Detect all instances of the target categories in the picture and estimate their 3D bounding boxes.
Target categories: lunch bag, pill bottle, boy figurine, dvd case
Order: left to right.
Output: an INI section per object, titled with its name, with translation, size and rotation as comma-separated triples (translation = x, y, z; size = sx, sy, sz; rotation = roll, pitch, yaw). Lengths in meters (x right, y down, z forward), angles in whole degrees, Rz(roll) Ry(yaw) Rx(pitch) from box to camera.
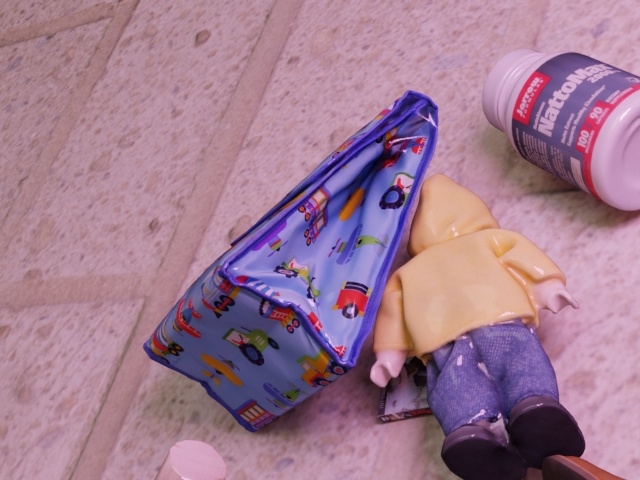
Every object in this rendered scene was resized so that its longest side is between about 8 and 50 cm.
[lunch bag]
translation = 0.000, 0.000, 1.052
size = 0.293, 0.138, 0.221
rotation = -56, 8, -33
[dvd case]
translation = 0.107, 0.107, 0.994
size = 0.120, 0.013, 0.087
rotation = -15, 46, 30
[boy figurine]
translation = 0.116, 0.061, 0.947
size = 0.177, 0.092, 0.285
rotation = -29, 40, 15
[pill bottle]
translation = 0.226, -0.106, 1.018
size = 0.108, 0.108, 0.180
rotation = -46, 39, -5

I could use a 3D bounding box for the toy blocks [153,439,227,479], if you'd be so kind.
[toy blocks]
translation = -0.019, 0.345, 0.759
size = 0.288, 0.309, 0.260
rotation = -94, 28, -57

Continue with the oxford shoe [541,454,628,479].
[oxford shoe]
translation = 0.233, 0.199, 0.777
size = 0.076, 0.076, 0.212
rotation = -23, 29, -25
